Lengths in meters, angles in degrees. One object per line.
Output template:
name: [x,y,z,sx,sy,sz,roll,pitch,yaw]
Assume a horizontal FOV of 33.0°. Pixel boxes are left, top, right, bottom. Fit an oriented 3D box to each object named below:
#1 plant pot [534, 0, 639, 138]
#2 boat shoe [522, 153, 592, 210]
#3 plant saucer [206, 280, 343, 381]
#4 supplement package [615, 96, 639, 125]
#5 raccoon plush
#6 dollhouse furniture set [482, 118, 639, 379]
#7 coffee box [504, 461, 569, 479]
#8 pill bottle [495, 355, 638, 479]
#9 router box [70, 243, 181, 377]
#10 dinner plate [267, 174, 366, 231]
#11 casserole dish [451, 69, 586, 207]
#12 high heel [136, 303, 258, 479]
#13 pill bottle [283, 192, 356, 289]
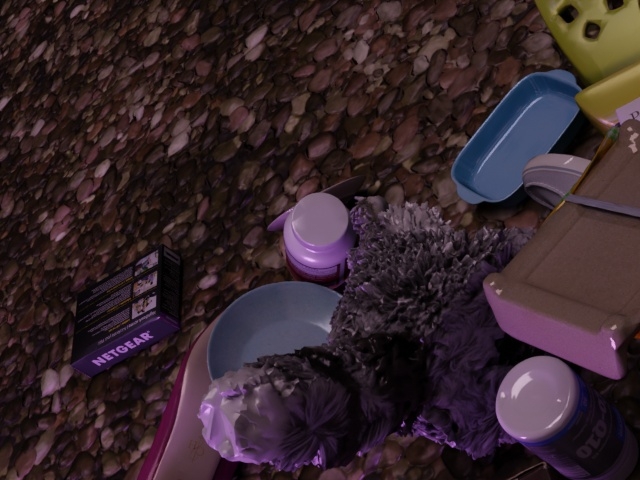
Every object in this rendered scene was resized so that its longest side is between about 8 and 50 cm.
plant pot: [0.355,-0.183,1.031,0.227,0.228,0.207,-26,51,27]
boat shoe: [0.279,-0.024,1.084,0.227,0.079,0.081,26,75,47]
plant saucer: [-0.033,0.137,1.240,0.194,0.037,0.195,0,53,-1]
supplement package: [0.382,0.004,0.843,0.177,0.175,0.293,-29,55,25]
raccoon plush: [0.028,0.054,1.034,0.299,0.446,0.216,24,104,49]
dollhouse furniture set: [0.285,0.048,0.741,0.197,0.151,0.301,-47,28,-12]
coffee box: [0.199,0.341,0.801,0.118,0.168,0.297,-33,42,20]
pill bottle: [0.220,0.163,0.946,0.078,0.137,0.078,-26,45,29]
router box: [-0.280,0.101,1.553,0.178,0.046,0.133,-28,44,26]
dinner plate: [-0.002,-0.041,1.354,0.141,0.141,0.017,-30,85,23]
casserole dish: [0.231,-0.111,1.235,0.188,0.037,0.114,-51,38,-2]
high heel: [-0.149,0.237,1.286,0.181,0.127,0.377,-52,9,52]
pill bottle: [0.000,0.000,1.268,0.086,0.152,0.086,0,71,0]
